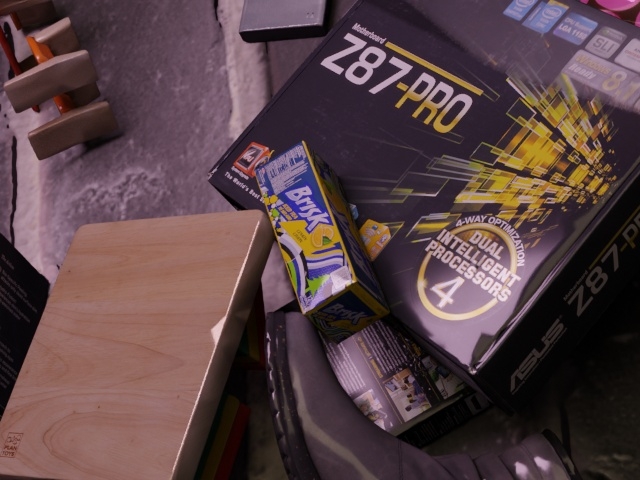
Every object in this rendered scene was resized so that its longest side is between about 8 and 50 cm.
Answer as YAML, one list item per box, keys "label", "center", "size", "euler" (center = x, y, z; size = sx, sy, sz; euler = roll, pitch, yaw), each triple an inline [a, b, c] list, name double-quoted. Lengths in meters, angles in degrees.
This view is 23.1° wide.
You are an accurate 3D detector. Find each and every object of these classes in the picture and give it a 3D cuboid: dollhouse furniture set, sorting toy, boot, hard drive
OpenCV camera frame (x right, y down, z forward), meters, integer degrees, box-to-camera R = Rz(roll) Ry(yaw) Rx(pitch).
- label: "dollhouse furniture set"
  center: [-0.342, -0.241, 1.621]
  size: [0.135, 0.259, 0.262]
  euler: [-26, 53, -8]
- label: "sorting toy"
  center: [-0.150, 0.111, 1.403]
  size: [0.257, 0.089, 0.255]
  euler: [-4, 60, 44]
- label: "boot"
  center: [0.090, 0.191, 1.274]
  size: [0.223, 0.118, 0.338]
  euler: [-18, 73, -5]
- label: "hard drive"
  center: [-0.032, -0.275, 1.671]
  size: [0.094, 0.022, 0.135]
  euler: [-3, 59, 18]

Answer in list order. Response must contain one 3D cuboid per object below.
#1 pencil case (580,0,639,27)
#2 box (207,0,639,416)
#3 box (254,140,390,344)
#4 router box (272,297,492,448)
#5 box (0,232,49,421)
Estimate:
- label: "pencil case"
  center: [0.261, -0.147, 1.449]
  size: [0.098, 0.095, 0.209]
  euler: [-11, 51, 56]
- label: "box"
  center: [0.124, -0.075, 1.366]
  size: [0.318, 0.097, 0.395]
  euler: [-48, 45, -5]
- label: "box"
  center: [0.000, 0.000, 1.295]
  size: [0.054, 0.059, 0.169]
  euler: [-32, 47, 14]
- label: "router box"
  center: [0.053, 0.104, 1.397]
  size: [0.133, 0.046, 0.179]
  euler: [-30, 54, 1]
- label: "box"
  center: [-0.346, 0.073, 1.493]
  size: [0.093, 0.156, 0.158]
  euler: [-3, 59, 19]
